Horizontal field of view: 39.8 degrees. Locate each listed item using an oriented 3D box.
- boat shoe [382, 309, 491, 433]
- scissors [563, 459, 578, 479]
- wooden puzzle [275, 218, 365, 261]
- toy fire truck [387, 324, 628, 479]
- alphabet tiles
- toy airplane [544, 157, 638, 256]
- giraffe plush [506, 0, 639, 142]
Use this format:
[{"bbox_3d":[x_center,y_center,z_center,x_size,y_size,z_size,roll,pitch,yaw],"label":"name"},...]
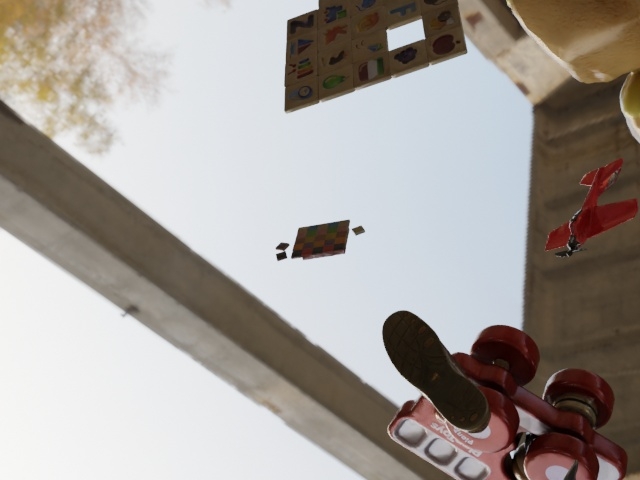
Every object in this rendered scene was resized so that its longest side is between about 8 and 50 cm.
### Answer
[{"bbox_3d":[0.135,0.159,1.049,0.064,0.060,0.178,-39,-122,-2],"label":"boat shoe"},{"bbox_3d":[0.122,0.286,0.529,0.297,0.109,0.021,-59,-172,-14],"label":"scissors"},{"bbox_3d":[0.000,0.000,0.799,0.083,0.006,0.049,-9,-148,15],"label":"wooden puzzle"},{"bbox_3d":[0.275,0.290,1.302,0.169,0.302,0.254,-56,176,-46],"label":"toy fire truck"},{"bbox_3d":[0.052,-0.249,0.969,0.198,0.009,0.237,-16,-133,18],"label":"alphabet tiles"},{"bbox_3d":[0.311,-0.039,1.012,0.151,0.028,0.151,-47,-169,12],"label":"toy airplane"},{"bbox_3d":[0.186,-0.142,0.331,0.170,0.181,0.210,-40,-140,45],"label":"giraffe plush"}]
